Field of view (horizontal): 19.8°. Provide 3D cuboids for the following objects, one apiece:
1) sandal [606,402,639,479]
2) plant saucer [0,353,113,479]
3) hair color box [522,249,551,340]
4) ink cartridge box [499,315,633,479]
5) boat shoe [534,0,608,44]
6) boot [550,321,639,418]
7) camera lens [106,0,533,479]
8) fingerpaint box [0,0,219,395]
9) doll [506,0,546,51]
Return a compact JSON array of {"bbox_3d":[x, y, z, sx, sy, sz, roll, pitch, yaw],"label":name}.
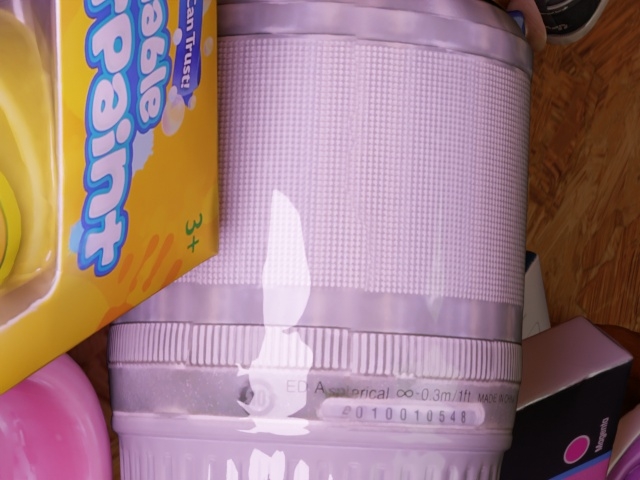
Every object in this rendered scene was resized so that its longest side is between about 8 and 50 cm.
[{"bbox_3d":[0.224,0.287,1.426,0.416,0.102,0.169,-47,129,-14],"label":"sandal"},{"bbox_3d":[-0.215,0.192,0.847,0.332,0.084,0.332,-52,152,-44],"label":"plant saucer"},{"bbox_3d":[0.108,0.167,1.431,0.174,0.105,0.347,-53,146,-30],"label":"hair color box"},{"bbox_3d":[0.044,0.187,1.216,0.371,0.069,0.176,-18,132,-30],"label":"ink cartridge box"},{"bbox_3d":[0.216,-0.269,1.424,0.233,0.084,0.079,-66,152,-9],"label":"boat shoe"},{"bbox_3d":[0.301,0.140,1.660,0.295,0.211,0.104,27,81,-62],"label":"boot"},{"bbox_3d":[0.000,0.000,0.973,0.219,0.219,0.274,14,77,-62],"label":"camera lens"},{"bbox_3d":[-0.198,-0.137,0.643,0.371,0.163,0.445,-35,134,-50],"label":"fingerpaint box"},{"bbox_3d":[0.043,-0.105,1.145,0.189,0.046,0.129,-14,159,-21],"label":"doll"}]
